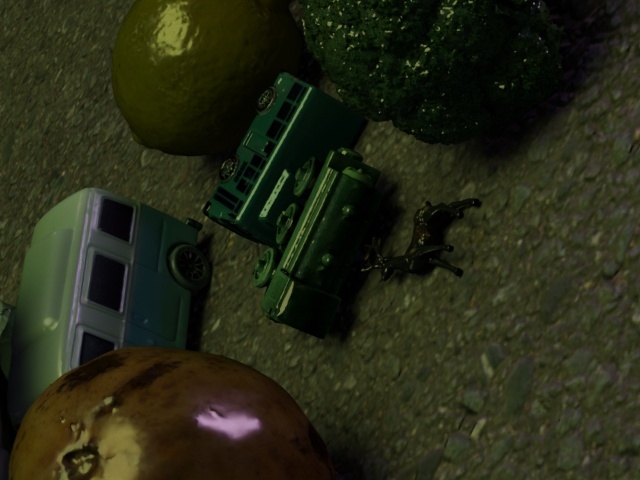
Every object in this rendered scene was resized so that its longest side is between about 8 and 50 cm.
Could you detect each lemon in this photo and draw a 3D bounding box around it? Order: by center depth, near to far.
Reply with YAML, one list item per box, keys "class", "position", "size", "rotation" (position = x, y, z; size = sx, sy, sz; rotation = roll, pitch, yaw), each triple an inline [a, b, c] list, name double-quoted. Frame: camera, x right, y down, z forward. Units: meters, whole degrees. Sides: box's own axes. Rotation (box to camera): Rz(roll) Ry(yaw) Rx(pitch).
- class: "lemon"
  position: [-0.120, -0.178, 1.996]
  size: [0.248, 0.184, 0.184]
  rotation: [-48, 34, 28]

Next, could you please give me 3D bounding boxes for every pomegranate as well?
- class: "pomegranate"
  position: [-0.126, 0.220, 1.619]
  size: [0.281, 0.281, 0.281]
  rotation: [-36, 40, 37]

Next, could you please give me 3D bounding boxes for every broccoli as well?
- class: "broccoli"
  position: [0.110, -0.215, 1.658]
  size: [0.270, 0.270, 0.270]
  rotation: [-41, 21, -27]

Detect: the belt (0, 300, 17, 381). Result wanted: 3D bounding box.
- class: "belt"
  position: [-0.384, 0.156, 2.236]
  size: [0.198, 0.078, 0.151]
  rotation: [-53, 30, 14]

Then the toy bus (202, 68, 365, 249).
- class: "toy bus"
  position: [-0.034, -0.071, 1.882]
  size: [0.160, 0.079, 0.092]
  rotation: [-60, 31, 2]

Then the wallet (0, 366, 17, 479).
- class: "wallet"
  position: [-0.326, 0.203, 1.906]
  size: [0.083, 0.360, 0.252]
  rotation: [-12, 49, 3]

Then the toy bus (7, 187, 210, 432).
- class: "toy bus"
  position: [-0.216, 0.091, 1.945]
  size: [0.133, 0.165, 0.271]
  rotation: [-32, 42, 41]

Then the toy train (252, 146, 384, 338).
- class: "toy train"
  position: [0.000, 0.000, 1.770]
  size: [0.170, 0.071, 0.111]
  rotation: [-65, 20, 3]

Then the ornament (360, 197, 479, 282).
- class: "ornament"
  position: [0.081, 0.001, 1.703]
  size: [0.125, 0.028, 0.073]
  rotation: [-11, 59, 51]
